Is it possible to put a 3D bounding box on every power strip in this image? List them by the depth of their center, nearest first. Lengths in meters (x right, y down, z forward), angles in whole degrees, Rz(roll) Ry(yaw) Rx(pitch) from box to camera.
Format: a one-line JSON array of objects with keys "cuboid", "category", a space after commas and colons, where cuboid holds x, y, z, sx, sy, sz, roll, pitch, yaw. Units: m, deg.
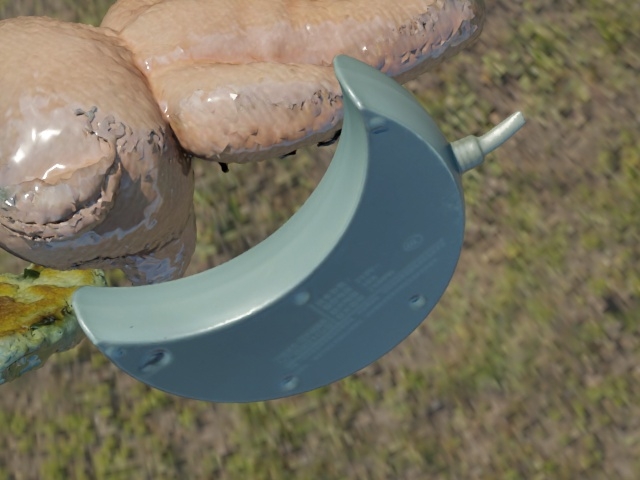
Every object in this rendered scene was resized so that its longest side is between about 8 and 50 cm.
[{"cuboid": [0.000, 0.000, 0.907, 0.216, 0.044, 0.137, -39, 129, 17], "category": "power strip"}]

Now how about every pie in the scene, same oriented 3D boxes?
[{"cuboid": [-0.300, 0.071, 1.418, 0.302, 0.302, 0.067, -11, 104, -7], "category": "pie"}]

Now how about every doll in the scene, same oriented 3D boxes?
[{"cuboid": [-0.055, -0.062, 1.038, 0.303, 0.201, 0.156, -18, 119, -20], "category": "doll"}]
